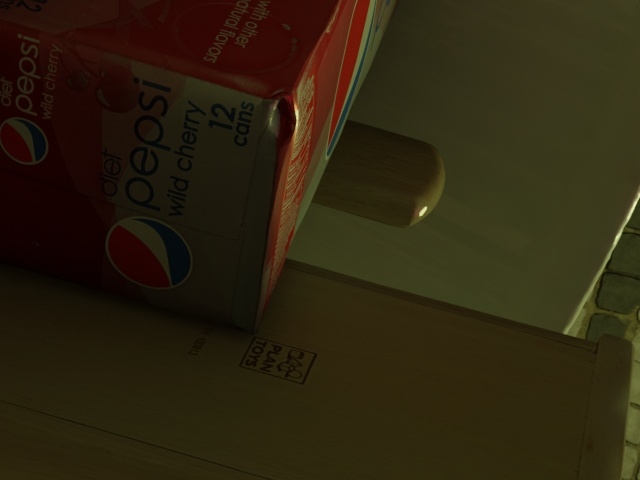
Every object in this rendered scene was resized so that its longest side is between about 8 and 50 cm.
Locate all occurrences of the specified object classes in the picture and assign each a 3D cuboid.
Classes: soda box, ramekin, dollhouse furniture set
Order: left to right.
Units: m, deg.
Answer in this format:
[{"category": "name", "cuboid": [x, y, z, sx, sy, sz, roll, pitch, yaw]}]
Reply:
[{"category": "dollhouse furniture set", "cuboid": [-0.032, 0.143, 0.587, 0.286, 0.198, 0.303, -63, 168, -62]}, {"category": "soda box", "cuboid": [-0.024, -0.089, 0.562, 0.263, 0.092, 0.083, -67, 172, -53]}, {"category": "ramekin", "cuboid": [0.072, -0.065, 0.804, 0.277, 0.135, 0.277, -155, -90, -89]}]
